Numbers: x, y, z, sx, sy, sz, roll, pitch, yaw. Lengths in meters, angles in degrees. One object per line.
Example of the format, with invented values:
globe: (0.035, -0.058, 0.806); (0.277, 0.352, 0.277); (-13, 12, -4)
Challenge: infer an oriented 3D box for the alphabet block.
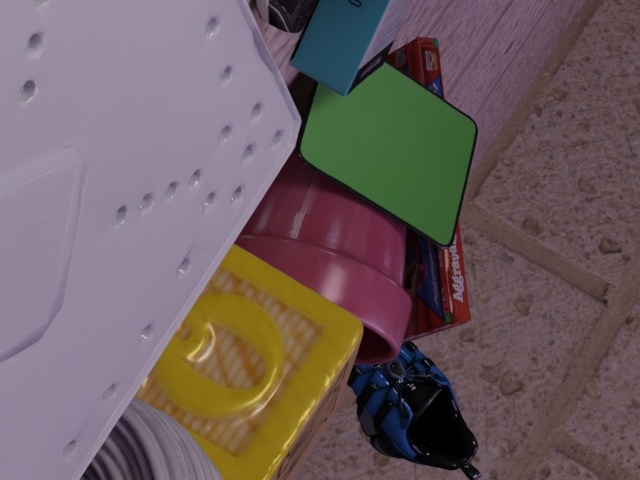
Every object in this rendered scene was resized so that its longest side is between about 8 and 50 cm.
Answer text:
alphabet block: (-0.095, 0.135, 1.603); (0.193, 0.192, 0.197); (-58, 173, -25)

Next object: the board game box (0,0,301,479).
board game box: (-0.169, 0.007, 0.873); (0.390, 0.050, 0.390); (-57, 156, -14)

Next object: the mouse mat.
mouse mat: (0.065, -0.094, 1.717); (0.007, 0.189, 0.153); (-27, -140, 50)

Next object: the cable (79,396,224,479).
cable: (-0.176, 0.225, 1.254); (0.257, 0.257, 0.089); (-48, 138, 4)

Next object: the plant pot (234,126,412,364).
plant pot: (0.000, 0.000, 1.748); (0.201, 0.201, 0.180); (96, 10, -71)

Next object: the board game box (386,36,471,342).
board game box: (0.082, -0.044, 1.819); (0.145, 0.027, 0.281); (-25, -112, 58)

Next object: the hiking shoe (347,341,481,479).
hiking shoe: (0.071, 0.124, 1.915); (0.113, 0.132, 0.304); (-51, 128, -18)

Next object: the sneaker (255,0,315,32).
sneaker: (0.010, -0.218, 1.365); (0.072, 0.077, 0.178); (-50, 168, -44)

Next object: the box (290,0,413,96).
box: (0.060, -0.252, 1.599); (0.244, 0.060, 0.100); (-64, 170, 30)
